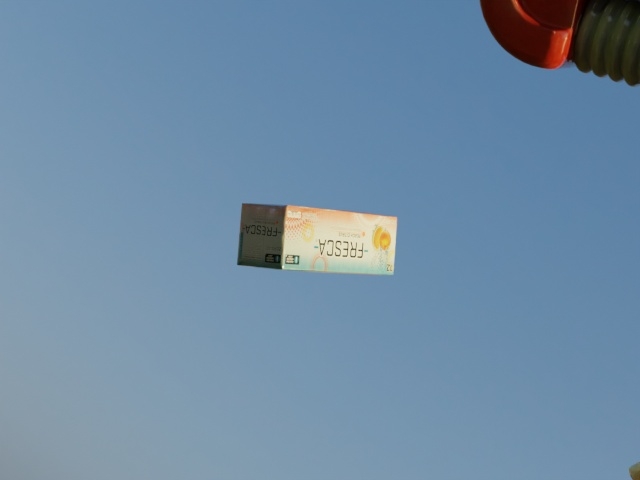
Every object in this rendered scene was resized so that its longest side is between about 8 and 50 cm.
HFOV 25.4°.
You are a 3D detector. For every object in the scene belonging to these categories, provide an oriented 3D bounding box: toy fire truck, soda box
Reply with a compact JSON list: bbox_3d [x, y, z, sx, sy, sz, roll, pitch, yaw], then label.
[{"bbox_3d":[0.213,-0.122,0.927,0.217,0.246,0.158,18,17,25],"label":"toy fire truck"},{"bbox_3d":[0.000,0.000,1.383,0.058,0.063,0.183,4,-1,38],"label":"soda box"}]

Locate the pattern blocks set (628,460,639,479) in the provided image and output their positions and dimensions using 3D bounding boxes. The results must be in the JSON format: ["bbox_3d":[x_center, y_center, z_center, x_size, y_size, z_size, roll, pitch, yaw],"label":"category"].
[{"bbox_3d":[0.239,0.105,0.636,0.026,0.325,0.285,-108,178,-48],"label":"pattern blocks set"}]
